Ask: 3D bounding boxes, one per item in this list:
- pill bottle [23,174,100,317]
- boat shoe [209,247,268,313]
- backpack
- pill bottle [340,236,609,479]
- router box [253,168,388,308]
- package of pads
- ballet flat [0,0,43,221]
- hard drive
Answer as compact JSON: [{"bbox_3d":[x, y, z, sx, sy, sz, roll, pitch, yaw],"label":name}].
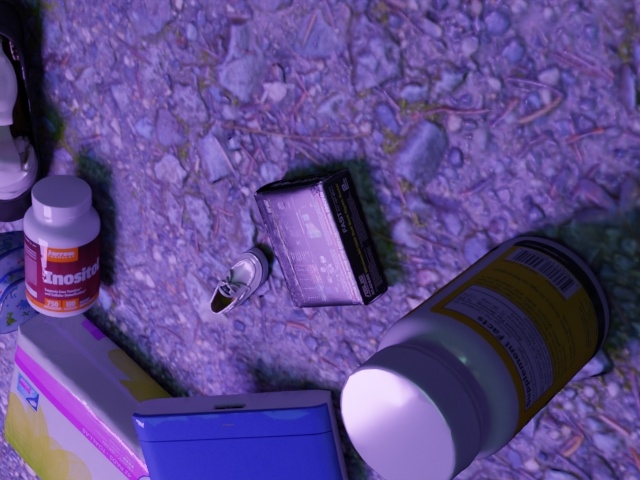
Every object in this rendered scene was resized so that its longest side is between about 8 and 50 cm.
[{"bbox_3d":[-0.293,0.006,1.235,0.086,0.086,0.152,31,132,27],"label":"pill bottle"},{"bbox_3d":[-0.086,0.044,1.100,0.035,0.035,0.100,51,138,8],"label":"boat shoe"},{"bbox_3d":[-0.373,0.051,1.324,0.084,0.105,0.114,31,121,32],"label":"backpack"},{"bbox_3d":[0.116,0.088,0.807,0.119,0.208,0.119,23,127,33],"label":"pill bottle"},{"bbox_3d":[0.000,0.000,0.991,0.092,0.038,0.122,-5,110,45],"label":"router box"},{"bbox_3d":[-0.263,0.251,1.339,0.296,0.101,0.229,39,134,20],"label":"package of pads"},{"bbox_3d":[-0.360,-0.127,1.200,0.096,0.095,0.280,-126,30,-53],"label":"ballet flat"},{"bbox_3d":[-0.064,0.312,1.170,0.210,0.040,0.318,-5,112,15],"label":"hard drive"}]
